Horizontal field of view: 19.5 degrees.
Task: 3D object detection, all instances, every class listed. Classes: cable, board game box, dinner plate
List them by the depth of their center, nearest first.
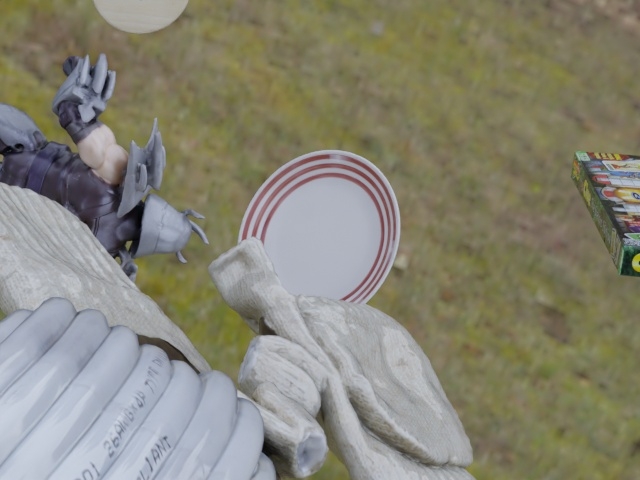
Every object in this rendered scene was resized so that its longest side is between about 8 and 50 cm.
[{"bbox_3d":[-0.113,0.121,0.429,0.089,0.257,0.257,40,26,-4],"label":"cable"},{"bbox_3d":[0.000,0.000,1.416,0.141,0.141,0.017,52,11,32],"label":"dinner plate"},{"bbox_3d":[0.280,-0.020,1.449,0.136,0.030,0.259,7,18,-3],"label":"board game box"}]

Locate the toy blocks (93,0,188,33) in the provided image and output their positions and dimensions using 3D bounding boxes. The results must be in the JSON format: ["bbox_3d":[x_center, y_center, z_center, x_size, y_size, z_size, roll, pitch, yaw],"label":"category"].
[{"bbox_3d":[-0.085,-0.186,1.015,0.054,0.123,0.148,41,10,-29],"label":"toy blocks"}]

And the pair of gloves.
[{"bbox_3d":[-0.017,0.057,0.689,0.240,0.042,0.204,20,25,-44],"label":"pair of gloves"}]

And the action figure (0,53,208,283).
[{"bbox_3d":[-0.206,-0.055,1.271,0.285,0.185,0.099,22,28,5],"label":"action figure"}]
